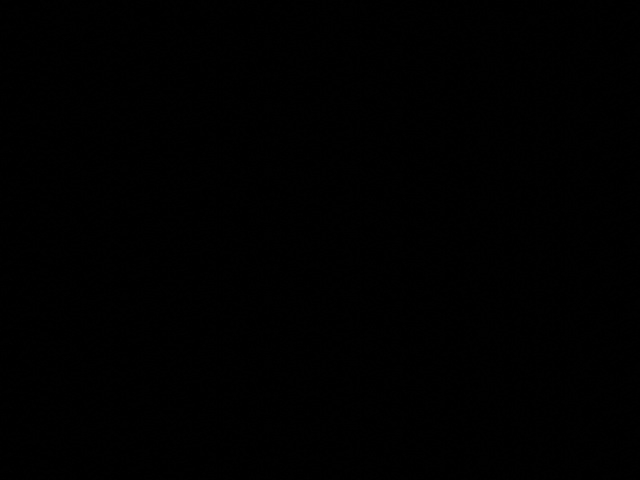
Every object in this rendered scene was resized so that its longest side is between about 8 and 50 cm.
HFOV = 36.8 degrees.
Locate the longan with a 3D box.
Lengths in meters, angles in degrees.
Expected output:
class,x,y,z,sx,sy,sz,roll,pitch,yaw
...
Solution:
class,x,y,z,sx,sy,sz,roll,pitch,yaw
longan,-0.030,-0.025,0.161,0.404,0.404,0.336,-38,23,-30
